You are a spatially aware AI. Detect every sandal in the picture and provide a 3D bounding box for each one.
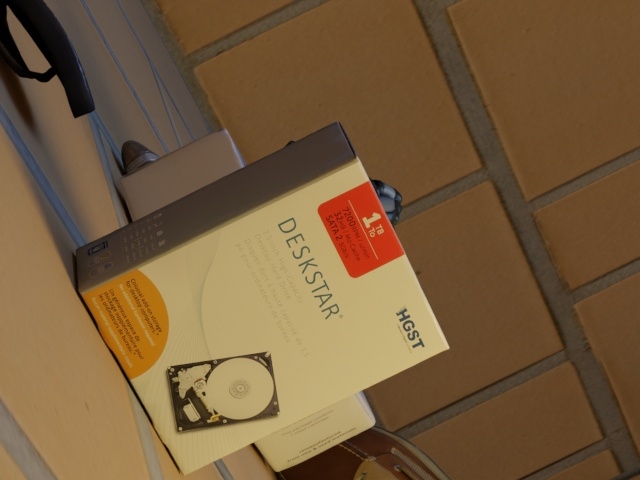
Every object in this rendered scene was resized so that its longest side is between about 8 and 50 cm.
[{"bbox_3d":[-0.266,-0.198,1.645,0.254,0.054,0.097,54,-8,18],"label":"sandal"}]

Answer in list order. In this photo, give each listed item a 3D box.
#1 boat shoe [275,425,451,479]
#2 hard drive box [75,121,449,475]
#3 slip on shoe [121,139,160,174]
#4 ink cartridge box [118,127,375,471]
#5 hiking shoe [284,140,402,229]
[{"bbox_3d":[0.079,0.285,2.044,0.324,0.123,0.120,26,12,30],"label":"boat shoe"},{"bbox_3d":[-0.046,0.044,1.505,0.181,0.232,0.089,62,2,-23],"label":"hard drive box"},{"bbox_3d":[-0.181,-0.064,2.127,0.041,0.051,0.135,51,1,31],"label":"slip on shoe"},{"bbox_3d":[-0.073,0.066,2.017,0.226,0.131,0.306,66,4,37],"label":"ink cartridge box"},{"bbox_3d":[0.000,0.000,1.913,0.132,0.113,0.304,33,17,-9],"label":"hiking shoe"}]
